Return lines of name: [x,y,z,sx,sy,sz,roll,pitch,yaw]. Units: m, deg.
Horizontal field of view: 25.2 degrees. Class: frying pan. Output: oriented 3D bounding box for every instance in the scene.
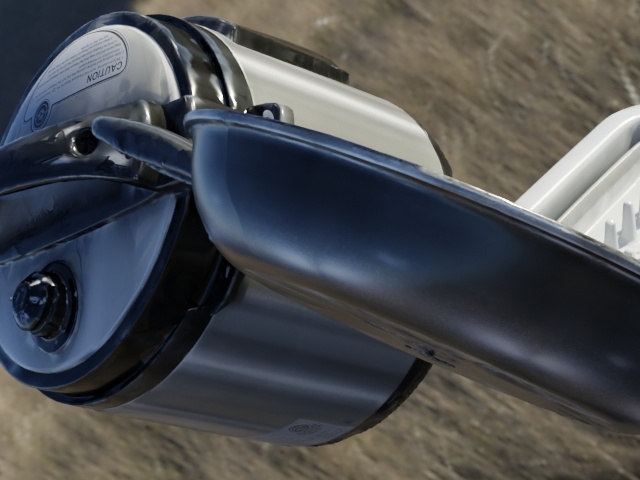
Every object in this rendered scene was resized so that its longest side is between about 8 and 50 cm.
frying pan: [-0.010,-0.007,0.481,0.326,0.197,0.053,20,83,29]

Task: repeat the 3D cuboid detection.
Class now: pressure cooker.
pressure cooker: [-0.118,-0.010,1.317,0.370,0.420,0.375,-58,41,18]

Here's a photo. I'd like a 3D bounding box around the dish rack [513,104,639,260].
dish rack: [0.270,0.033,0.831,0.332,0.072,0.285,19,42,32]
